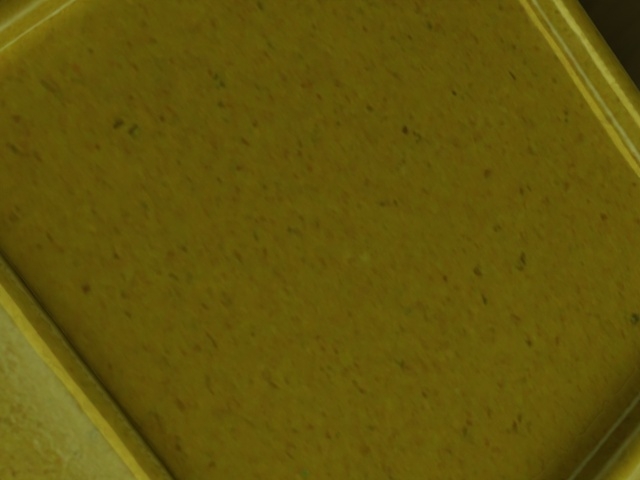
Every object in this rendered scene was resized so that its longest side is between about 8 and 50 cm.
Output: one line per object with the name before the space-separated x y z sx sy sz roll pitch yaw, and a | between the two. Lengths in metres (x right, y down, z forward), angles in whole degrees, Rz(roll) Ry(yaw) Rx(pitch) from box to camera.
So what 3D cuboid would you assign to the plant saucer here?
plant saucer | 0.000 0.000 0.540 0.333 0.081 0.333 -43 102 -34
